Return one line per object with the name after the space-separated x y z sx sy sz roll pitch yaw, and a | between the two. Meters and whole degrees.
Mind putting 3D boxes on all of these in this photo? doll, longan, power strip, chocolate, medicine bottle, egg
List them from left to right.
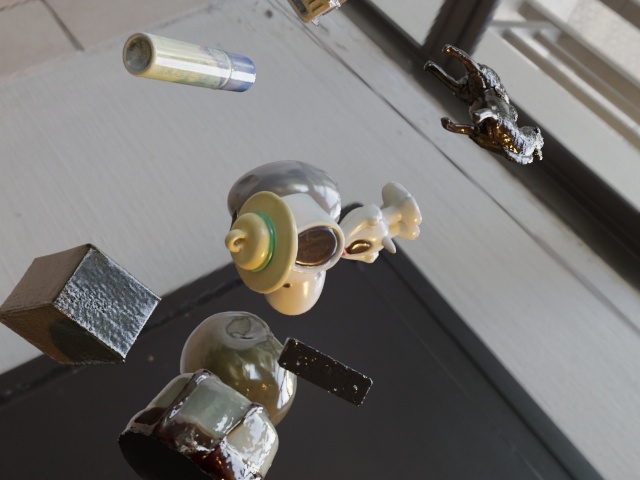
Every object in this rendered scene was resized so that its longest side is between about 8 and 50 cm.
-0.178 -0.246 1.167 0.059 0.059 0.231 -53 159 22 | medicine bottle
-0.191 0.352 1.456 0.186 0.284 0.283 -51 160 -36 | chocolate
-0.201 0.325 2.014 0.288 0.350 0.288 -14 130 -18 | longan
-0.075 -0.078 1.707 0.232 0.176 0.176 5 137 -7 | egg
0.004 0.150 0.954 0.038 0.111 0.029 -61 -174 -5 | power strip
0.006 -0.017 1.153 0.271 0.144 0.208 -35 142 -11 | doll
0.211 -0.154 1.017 0.165 0.139 0.057 18 136 -34 | doll

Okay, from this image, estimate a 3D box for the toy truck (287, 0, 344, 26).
0.048 -0.521 1.590 0.268 0.124 0.155 -26 -160 30 | toy truck

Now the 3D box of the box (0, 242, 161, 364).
-0.455 0.127 1.552 0.184 0.273 0.143 45 56 -27 | box
